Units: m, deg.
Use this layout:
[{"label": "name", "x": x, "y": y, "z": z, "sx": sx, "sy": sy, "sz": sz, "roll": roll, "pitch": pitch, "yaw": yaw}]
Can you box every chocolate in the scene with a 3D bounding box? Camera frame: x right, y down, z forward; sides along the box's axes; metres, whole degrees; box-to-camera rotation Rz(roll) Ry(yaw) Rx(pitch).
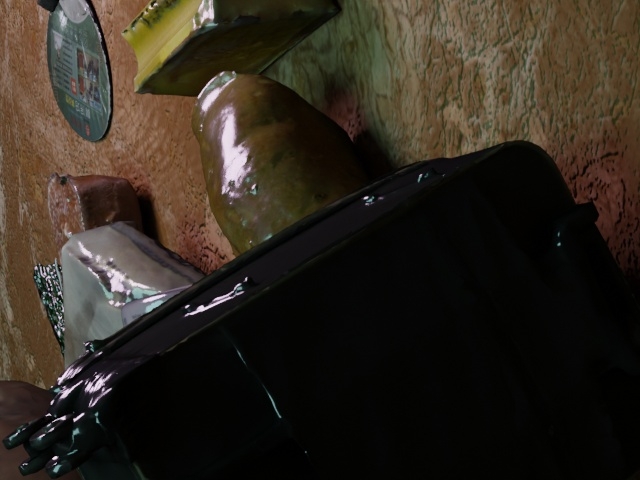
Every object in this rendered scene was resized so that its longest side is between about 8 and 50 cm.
[{"label": "chocolate", "x": -0.257, "y": 0.016, "z": 2.253, "sx": 0.148, "sy": 0.093, "sz": 0.214, "roll": -2, "pitch": 97, "yaw": 64}]

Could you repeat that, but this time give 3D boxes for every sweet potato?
[{"label": "sweet potato", "x": 0.000, "y": 0.000, "z": 1.629, "sx": 0.369, "sy": 0.158, "sz": 0.158, "roll": -122, "pitch": 33, "yaw": -41}]

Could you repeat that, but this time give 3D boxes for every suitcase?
[{"label": "suitcase", "x": 0.028, "y": 0.128, "z": 1.281, "sx": 0.283, "sy": 0.434, "sz": 0.194, "roll": 62, "pitch": 157, "yaw": -7}]

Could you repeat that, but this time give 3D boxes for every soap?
[{"label": "soap", "x": -0.090, "y": -0.203, "z": 1.762, "sx": 0.233, "sy": 0.135, "sz": 0.076, "roll": -33, "pitch": 69, "yaw": 63}]

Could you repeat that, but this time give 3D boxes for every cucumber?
[{"label": "cucumber", "x": -0.297, "y": 0.136, "z": 2.404, "sx": 0.077, "sy": 0.077, "sz": 0.265, "roll": 111, "pitch": 143, "yaw": -48}]

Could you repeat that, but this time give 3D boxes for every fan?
[{"label": "fan", "x": -0.298, "y": -0.249, "z": 2.339, "sx": 0.223, "sy": 0.012, "sz": 0.294, "roll": 61, "pitch": 150, "yaw": 36}]

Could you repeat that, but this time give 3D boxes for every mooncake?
[{"label": "mooncake", "x": -0.179, "y": 0.122, "z": 2.064, "sx": 0.250, "sy": 0.136, "sz": 0.254, "roll": 30, "pitch": 128, "yaw": 45}]

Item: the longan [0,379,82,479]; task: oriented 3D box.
[{"label": "longan", "x": -0.410, "y": 0.384, "z": 2.338, "sx": 0.436, "sy": 0.404, "sz": 0.404, "roll": -132, "pitch": 39, "yaw": -60}]

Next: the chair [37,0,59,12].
[{"label": "chair", "x": -0.255, "y": -0.491, "z": 1.988, "sx": 0.241, "sy": 0.416, "sz": 0.203, "roll": 33, "pitch": 150, "yaw": -5}]

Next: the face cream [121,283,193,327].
[{"label": "face cream", "x": -0.099, "y": 0.118, "z": 1.850, "sx": 0.177, "sy": 0.177, "sz": 0.153, "roll": 160, "pitch": 101, "yaw": -65}]
